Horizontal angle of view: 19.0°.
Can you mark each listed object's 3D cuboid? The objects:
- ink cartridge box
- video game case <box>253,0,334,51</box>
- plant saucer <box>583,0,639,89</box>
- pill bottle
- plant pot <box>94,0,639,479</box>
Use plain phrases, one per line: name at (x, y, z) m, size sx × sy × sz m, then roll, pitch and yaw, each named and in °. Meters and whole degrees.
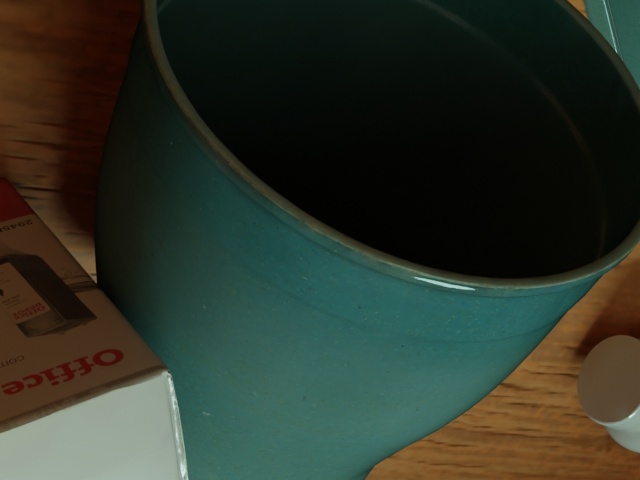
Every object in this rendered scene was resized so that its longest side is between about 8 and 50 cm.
ink cartridge box at (-0.183, 0.071, 0.953) m, size 0.158 × 0.218 × 0.092 m, roll -20°, pitch 127°, yaw -22°
video game case at (0.091, -0.215, 1.082) m, size 0.196 × 0.026 × 0.274 m, roll 29°, pitch 102°, yaw -42°
plant saucer at (0.211, -0.121, 1.226) m, size 0.067 × 0.018 × 0.192 m, roll -32°, pitch 130°, yaw -12°
pill bottle at (0.255, 0.117, 1.361) m, size 0.152 × 0.086 × 0.086 m, roll 23°, pitch 104°, yaw -41°
plant pot at (0.000, 0.000, 1.005) m, size 0.271 × 0.272 × 0.255 m, roll -4°, pitch 141°, yaw -31°
